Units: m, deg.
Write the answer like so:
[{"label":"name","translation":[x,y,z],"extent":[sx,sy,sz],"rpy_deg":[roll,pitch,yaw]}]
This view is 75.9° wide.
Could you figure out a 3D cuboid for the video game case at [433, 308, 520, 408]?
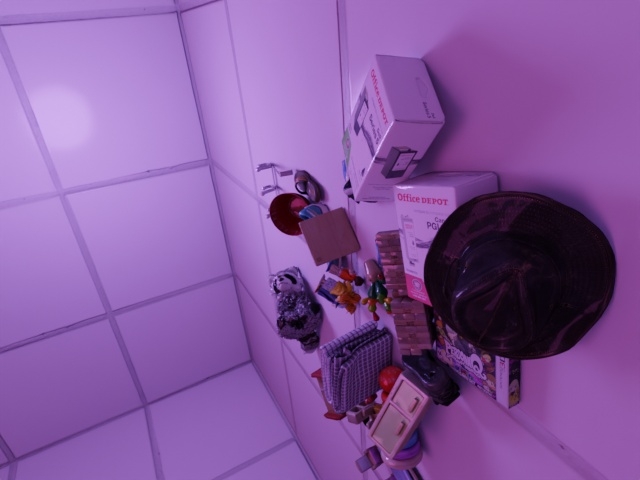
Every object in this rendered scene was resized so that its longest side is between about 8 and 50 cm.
[{"label":"video game case","translation":[0.362,0.245,0.972],"extent":[0.232,0.042,0.210],"rpy_deg":[29,133,58]}]

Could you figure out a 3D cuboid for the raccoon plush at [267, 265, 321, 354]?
[{"label":"raccoon plush","translation":[-0.148,0.344,2.019],"extent":[0.446,0.216,0.299],"rpy_deg":[96,155,-45]}]

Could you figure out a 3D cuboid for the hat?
[{"label":"hat","translation":[0.306,0.087,0.696],"extent":[0.331,0.134,0.331],"rpy_deg":[15,117,31]}]

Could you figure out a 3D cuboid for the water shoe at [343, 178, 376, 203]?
[{"label":"water shoe","translation":[0.152,-0.150,1.151],"extent":[0.080,0.073,0.203],"rpy_deg":[41,159,-27]}]

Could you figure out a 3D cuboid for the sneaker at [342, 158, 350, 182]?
[{"label":"sneaker","translation":[0.086,-0.235,1.221],"extent":[0.073,0.063,0.162],"rpy_deg":[-126,29,-43]}]

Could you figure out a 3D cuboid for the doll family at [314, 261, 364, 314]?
[{"label":"doll family","translation":[0.065,0.195,1.471],"extent":[0.163,0.118,0.263],"rpy_deg":[29,148,4]}]

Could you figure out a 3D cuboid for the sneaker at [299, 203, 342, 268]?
[{"label":"sneaker","translation":[0.000,0.000,1.526],"extent":[0.275,0.110,0.107],"rpy_deg":[69,157,5]}]

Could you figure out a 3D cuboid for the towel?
[{"label":"towel","translation":[0.130,0.434,1.393],"extent":[0.121,0.235,0.283],"rpy_deg":[40,143,46]}]

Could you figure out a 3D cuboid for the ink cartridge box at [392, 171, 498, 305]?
[{"label":"ink cartridge box","translation":[0.276,0.002,0.892],"extent":[0.207,0.117,0.283],"rpy_deg":[18,123,63]}]

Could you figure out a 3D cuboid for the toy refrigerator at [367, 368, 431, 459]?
[{"label":"toy refrigerator","translation":[0.244,0.515,1.228],"extent":[0.102,0.094,0.269],"rpy_deg":[37,118,31]}]

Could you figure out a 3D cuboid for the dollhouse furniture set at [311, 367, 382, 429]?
[{"label":"dollhouse furniture set","translation":[0.148,0.608,1.644],"extent":[0.374,0.152,0.201],"rpy_deg":[-16,91,50]}]

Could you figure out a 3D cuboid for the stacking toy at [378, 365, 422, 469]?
[{"label":"stacking toy","translation":[0.253,0.576,1.372],"extent":[0.141,0.141,0.330],"rpy_deg":[6,106,65]}]

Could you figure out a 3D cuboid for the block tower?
[{"label":"block tower","translation":[0.231,0.127,1.078],"extent":[0.091,0.097,0.335],"rpy_deg":[-7,104,27]}]

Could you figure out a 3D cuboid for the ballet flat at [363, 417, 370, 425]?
[{"label":"ballet flat","translation":[0.216,0.751,1.653],"extent":[0.250,0.058,0.084],"rpy_deg":[22,126,61]}]

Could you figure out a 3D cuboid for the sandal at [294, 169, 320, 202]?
[{"label":"sandal","translation":[-0.064,-0.205,1.579],"extent":[0.219,0.060,0.090],"rpy_deg":[-127,30,-49]}]

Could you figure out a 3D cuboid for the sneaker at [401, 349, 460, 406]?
[{"label":"sneaker","translation":[0.304,0.375,1.137],"extent":[0.130,0.087,0.227],"rpy_deg":[57,175,-16]}]

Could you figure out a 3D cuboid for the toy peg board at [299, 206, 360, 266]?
[{"label":"toy peg board","translation":[0.029,-0.007,1.413],"extent":[0.079,0.161,0.161],"rpy_deg":[103,145,-77]}]

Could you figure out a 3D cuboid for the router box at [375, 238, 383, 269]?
[{"label":"router box","translation":[0.209,0.046,1.177],"extent":[0.122,0.038,0.092],"rpy_deg":[24,128,61]}]

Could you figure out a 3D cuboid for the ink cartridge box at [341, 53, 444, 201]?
[{"label":"ink cartridge box","translation":[0.150,-0.246,0.940],"extent":[0.273,0.115,0.198],"rpy_deg":[113,152,-58]}]

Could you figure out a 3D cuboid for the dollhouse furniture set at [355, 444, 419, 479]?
[{"label":"dollhouse furniture set","translation":[0.239,0.908,1.537],"extent":[0.286,0.198,0.303],"rpy_deg":[56,152,32]}]

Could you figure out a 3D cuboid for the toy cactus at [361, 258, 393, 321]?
[{"label":"toy cactus","translation":[0.172,0.146,1.278],"extent":[0.219,0.112,0.180],"rpy_deg":[93,160,-57]}]

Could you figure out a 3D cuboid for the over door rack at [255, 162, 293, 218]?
[{"label":"over door rack","translation":[-0.203,-0.211,1.818],"extent":[0.324,0.108,0.239],"rpy_deg":[33,136,60]}]

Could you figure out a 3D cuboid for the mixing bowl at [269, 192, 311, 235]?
[{"label":"mixing bowl","translation":[-0.102,-0.118,1.643],"extent":[0.181,0.098,0.181],"rpy_deg":[9,117,19]}]
